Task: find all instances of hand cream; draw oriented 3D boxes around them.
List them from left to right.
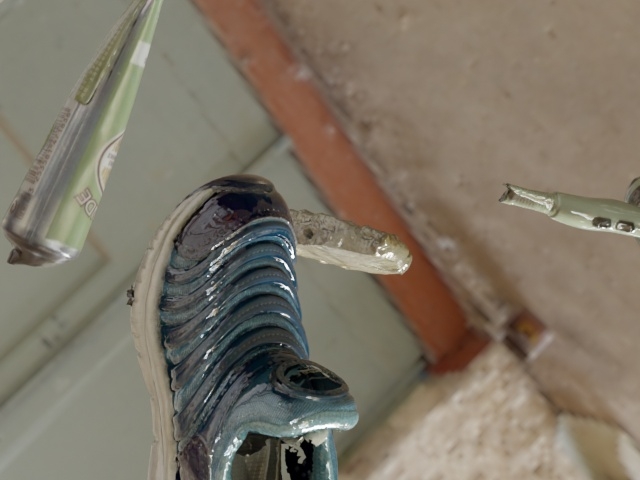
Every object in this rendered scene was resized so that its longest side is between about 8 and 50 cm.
[{"bbox_3d":[-0.145,-0.087,1.200,0.055,0.235,0.086,25,178,-17],"label":"hand cream"}]

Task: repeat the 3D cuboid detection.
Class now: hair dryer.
[{"bbox_3d":[0.336,0.010,1.841,0.229,0.267,0.092,42,122,37],"label":"hair dryer"}]

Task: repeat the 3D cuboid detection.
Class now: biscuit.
[{"bbox_3d":[-0.001,0.002,1.734,0.141,0.038,0.290,22,173,-34],"label":"biscuit"}]

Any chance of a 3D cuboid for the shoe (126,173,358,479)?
[{"bbox_3d":[-0.026,0.072,0.842,0.106,0.091,0.207,-1,94,45],"label":"shoe"}]
